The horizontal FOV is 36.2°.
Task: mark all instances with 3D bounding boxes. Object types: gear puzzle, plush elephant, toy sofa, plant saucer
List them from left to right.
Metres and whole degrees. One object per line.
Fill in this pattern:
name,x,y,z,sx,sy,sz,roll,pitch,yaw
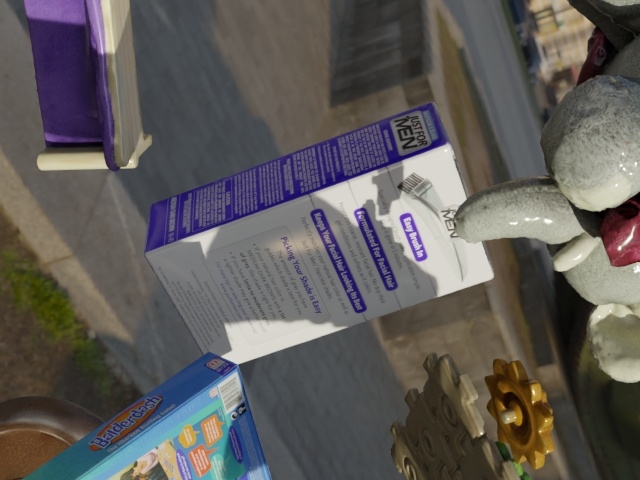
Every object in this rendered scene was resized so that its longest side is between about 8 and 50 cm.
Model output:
plant saucer,-0.408,0.374,1.365,0.050,0.311,0.310,72,3,-83
toy sofa,-0.343,-0.279,1.381,0.177,0.150,0.362,-79,167,-69
gear puzzle,0.139,0.188,0.866,0.339,0.044,0.175,104,-33,-57
plush elephant,0.223,-0.049,0.716,0.330,0.255,0.272,11,49,-24

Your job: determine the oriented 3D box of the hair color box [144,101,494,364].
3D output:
hair color box,0.000,0.000,1.080,0.110,0.339,0.185,-96,165,-55

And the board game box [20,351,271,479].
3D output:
board game box,-0.144,0.221,0.867,0.210,0.047,0.160,-33,123,-35
